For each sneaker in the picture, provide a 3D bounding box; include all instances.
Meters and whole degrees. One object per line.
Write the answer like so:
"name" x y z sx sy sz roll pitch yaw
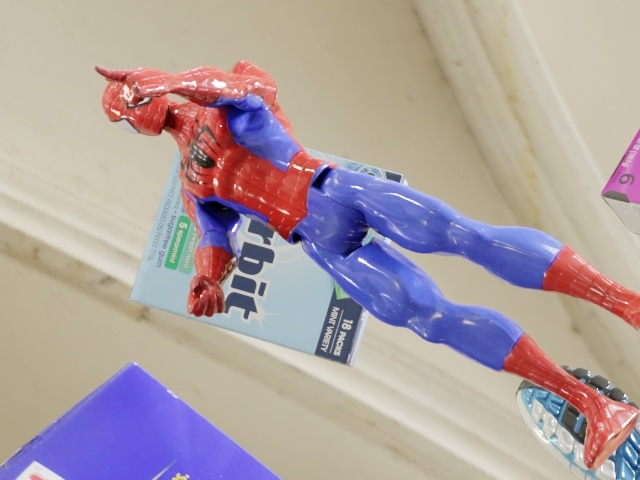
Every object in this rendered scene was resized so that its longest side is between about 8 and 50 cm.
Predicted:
"sneaker" 0.206 0.163 1.139 0.191 0.083 0.071 38 -125 5

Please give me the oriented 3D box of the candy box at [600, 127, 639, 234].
"candy box" 0.390 -0.067 1.513 0.071 0.233 0.159 43 -107 -38

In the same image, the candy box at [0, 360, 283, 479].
"candy box" -0.066 0.249 0.779 0.268 0.317 0.122 -40 -19 -36

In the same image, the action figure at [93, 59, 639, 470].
"action figure" 0.000 0.000 0.702 0.139 0.280 0.091 -18 -46 -58

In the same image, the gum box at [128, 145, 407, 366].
"gum box" -0.041 0.000 1.337 0.184 0.041 0.157 15 -96 11
